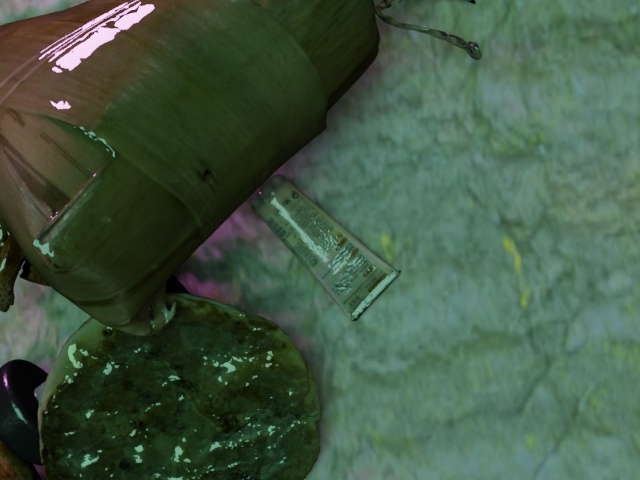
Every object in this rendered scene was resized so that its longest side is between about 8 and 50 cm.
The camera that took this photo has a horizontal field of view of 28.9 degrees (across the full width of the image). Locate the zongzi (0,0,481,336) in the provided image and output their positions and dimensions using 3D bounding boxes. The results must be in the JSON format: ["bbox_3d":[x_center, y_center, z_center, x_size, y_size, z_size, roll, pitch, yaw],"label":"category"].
[{"bbox_3d":[-0.135,-0.180,1.038,0.418,0.181,0.447,34,69,33],"label":"zongzi"}]

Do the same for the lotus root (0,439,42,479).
[{"bbox_3d":[-0.330,0.215,1.110,0.214,0.138,0.138,44,99,26],"label":"lotus root"}]

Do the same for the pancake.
[{"bbox_3d":[-0.120,0.152,1.047,0.253,0.037,0.253,-3,114,-7],"label":"pancake"}]

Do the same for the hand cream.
[{"bbox_3d":[0.000,0.000,1.083,0.061,0.039,0.143,-45,88,2],"label":"hand cream"}]

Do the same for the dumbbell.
[{"bbox_3d":[-0.198,0.108,1.092,0.191,0.100,0.100,-37,81,11],"label":"dumbbell"}]

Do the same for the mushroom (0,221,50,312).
[{"bbox_3d":[-0.248,-0.012,1.115,0.135,0.080,0.170,30,87,21],"label":"mushroom"}]
